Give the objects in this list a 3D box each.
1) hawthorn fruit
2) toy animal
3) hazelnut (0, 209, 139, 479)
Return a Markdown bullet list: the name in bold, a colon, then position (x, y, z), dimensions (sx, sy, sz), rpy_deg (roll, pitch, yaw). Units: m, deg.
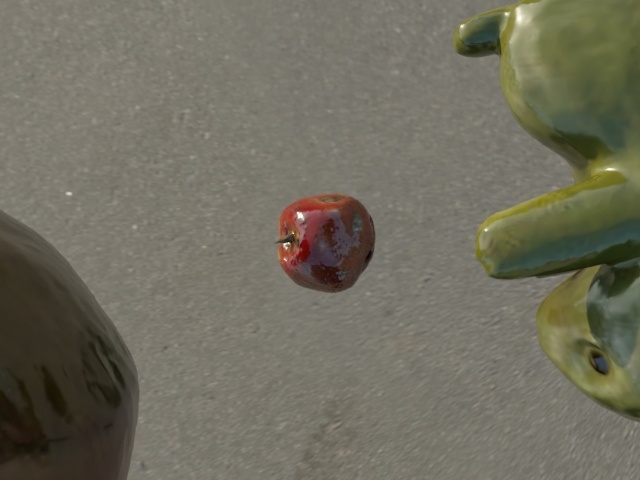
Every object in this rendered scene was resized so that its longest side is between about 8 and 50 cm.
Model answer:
- **hawthorn fruit**: position (0.000, 0.000, 0.959), dimensions (0.093, 0.093, 0.093), rpy_deg (0, 89, 20)
- **toy animal**: position (0.184, 0.018, 0.654), dimensions (0.180, 0.181, 0.363), rpy_deg (-2, 89, 26)
- **hazelnut**: position (-0.307, 0.163, 0.754), dimensions (0.352, 0.421, 0.421), rpy_deg (6, 92, -8)
